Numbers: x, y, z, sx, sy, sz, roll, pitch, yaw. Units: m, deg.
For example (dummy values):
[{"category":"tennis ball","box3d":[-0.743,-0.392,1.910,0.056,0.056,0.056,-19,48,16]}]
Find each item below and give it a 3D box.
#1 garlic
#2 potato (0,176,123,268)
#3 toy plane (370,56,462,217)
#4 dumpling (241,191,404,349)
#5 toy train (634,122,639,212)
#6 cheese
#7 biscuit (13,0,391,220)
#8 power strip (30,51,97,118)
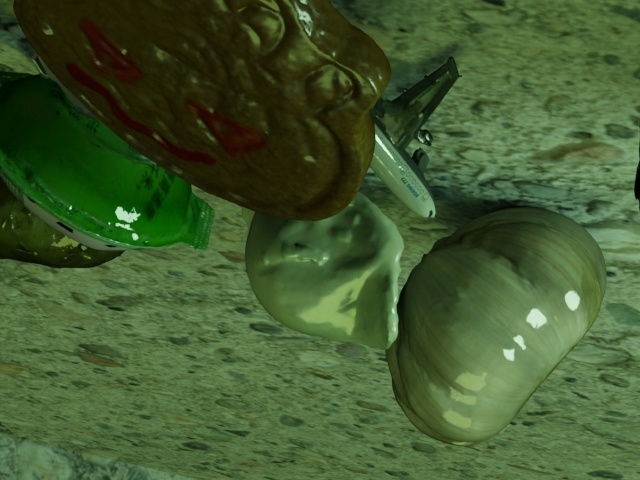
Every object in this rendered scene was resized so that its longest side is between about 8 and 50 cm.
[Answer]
[{"category":"garlic","box3d":[0.142,0.066,1.592,0.152,0.228,0.228,39,160,1]},{"category":"potato","box3d":[-0.270,-0.023,1.750,0.225,0.090,0.117,6,169,38]},{"category":"toy plane","box3d":[0.027,-0.091,1.399,0.226,0.058,0.226,-8,147,39]},{"category":"dumpling","box3d":[0.000,0.000,1.578,0.124,0.151,0.229,-21,-145,-33]},{"category":"toy train","box3d":[0.354,-0.044,1.176,0.307,0.173,0.249,9,155,9]},{"category":"cheese","box3d":[-0.220,-0.087,1.441,0.320,0.204,0.083,30,116,-13]},{"category":"biscuit","box3d":[-0.083,-0.120,1.229,0.273,0.049,0.257,30,149,2]},{"category":"power strip","box3d":[-0.095,-0.132,1.305,0.279,0.037,0.109,5,139,39]}]
